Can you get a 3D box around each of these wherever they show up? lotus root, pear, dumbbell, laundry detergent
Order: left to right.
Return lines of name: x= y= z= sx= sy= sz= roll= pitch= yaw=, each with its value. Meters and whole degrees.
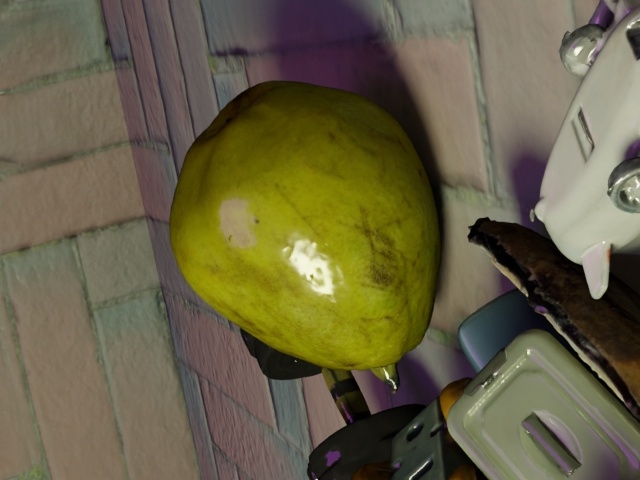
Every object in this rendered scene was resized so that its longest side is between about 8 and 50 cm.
pear: x=0.000 y=0.000 z=1.214 sx=0.375 sy=0.287 sz=0.287 roll=62 pitch=159 yaw=-2
dumbbell: x=0.031 y=0.187 z=1.361 sx=0.388 sy=0.185 sz=0.185 roll=62 pitch=155 yaw=29
laundry detergent: x=0.213 y=0.144 z=1.016 sx=0.206 sy=0.096 sz=0.061 roll=58 pitch=-179 yaw=28
lotus root: x=0.234 y=0.066 z=0.902 sx=0.167 sy=0.078 sz=0.329 roll=43 pitch=-174 yaw=-41

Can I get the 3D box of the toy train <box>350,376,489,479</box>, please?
toy train: x=0.158 y=0.288 z=1.006 sx=0.231 sy=0.163 sz=0.369 roll=40 pitch=-161 yaw=-13

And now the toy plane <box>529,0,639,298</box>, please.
toy plane: x=0.230 y=-0.069 z=0.793 sx=0.252 sy=0.118 sz=0.252 roll=-178 pitch=90 yaw=-79

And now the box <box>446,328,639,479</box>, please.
box: x=0.206 y=0.168 z=0.918 sx=0.124 sy=0.093 sz=0.172 roll=-49 pitch=60 yaw=15
